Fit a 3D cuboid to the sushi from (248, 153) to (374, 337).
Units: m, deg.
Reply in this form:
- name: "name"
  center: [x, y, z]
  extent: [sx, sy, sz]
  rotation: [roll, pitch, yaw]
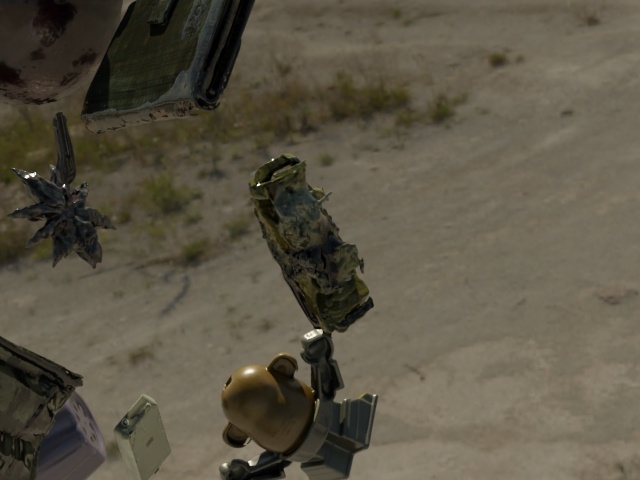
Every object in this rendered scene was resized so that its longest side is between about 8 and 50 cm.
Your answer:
- name: "sushi"
  center: [-0.004, -0.001, 1.487]
  extent: [0.139, 0.290, 0.131]
  rotation: [-33, 13, -23]

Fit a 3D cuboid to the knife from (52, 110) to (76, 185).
- name: "knife"
  center: [-0.385, -0.138, 1.438]
  extent: [0.018, 0.121, 0.031]
  rotation: [25, 41, 37]

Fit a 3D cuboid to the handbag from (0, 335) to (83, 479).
- name: "handbag"
  center: [-0.474, 0.267, 1.237]
  extent: [0.163, 0.327, 0.325]
  rotation: [-9, 61, 27]

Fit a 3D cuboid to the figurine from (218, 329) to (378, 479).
- name: "figurine"
  center: [-0.055, 0.332, 1.821]
  extent: [0.285, 0.342, 0.167]
  rotation: [27, -12, -21]

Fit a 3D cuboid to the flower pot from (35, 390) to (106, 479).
- name: "flower pot"
  center: [-0.579, 0.417, 1.944]
  extent: [0.243, 0.265, 0.265]
  rotation: [-30, 25, -6]

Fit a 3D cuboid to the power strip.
- name: "power strip"
  center: [-0.285, 0.323, 1.552]
  extent: [0.035, 0.192, 0.081]
  rotation: [27, 57, 21]

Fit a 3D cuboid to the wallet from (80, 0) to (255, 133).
- name: "wallet"
  center: [-0.160, -0.196, 0.987]
  extent: [0.044, 0.169, 0.317]
  rotation: [24, -10, -29]

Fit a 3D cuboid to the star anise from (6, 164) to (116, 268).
- name: "star anise"
  center: [-0.424, -0.045, 1.608]
  extent: [0.061, 0.204, 0.181]
  rotation: [-28, -4, 38]

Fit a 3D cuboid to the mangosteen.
- name: "mangosteen"
  center: [-0.372, -0.319, 1.234]
  extent: [0.293, 0.297, 0.297]
  rotation: [-17, 23, -8]
